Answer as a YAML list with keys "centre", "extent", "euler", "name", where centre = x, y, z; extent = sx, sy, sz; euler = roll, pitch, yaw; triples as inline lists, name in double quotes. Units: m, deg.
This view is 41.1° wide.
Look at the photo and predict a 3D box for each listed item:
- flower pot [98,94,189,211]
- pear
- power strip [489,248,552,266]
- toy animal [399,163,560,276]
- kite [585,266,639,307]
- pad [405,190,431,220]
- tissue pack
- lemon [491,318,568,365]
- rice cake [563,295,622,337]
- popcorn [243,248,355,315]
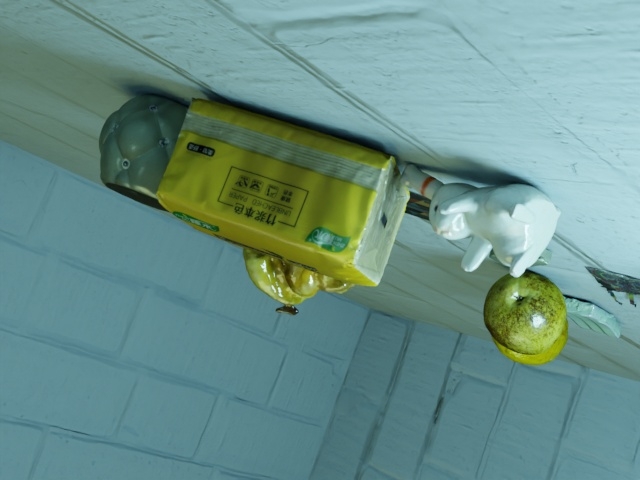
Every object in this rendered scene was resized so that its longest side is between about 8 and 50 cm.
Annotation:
- centre: [-0.318, -0.171, 1.689]
  extent: [0.246, 0.195, 0.246]
  euler: [21, 171, 3]
  name: "flower pot"
- centre: [0.481, 0.163, 1.998]
  extent: [0.197, 0.197, 0.197]
  euler: [20, 172, 3]
  name: "pear"
- centre: [0.421, 0.030, 1.799]
  extent: [0.080, 0.029, 0.227]
  euler: [23, 173, -4]
  name: "power strip"
- centre: [0.238, -0.036, 1.390]
  extent: [0.282, 0.138, 0.140]
  euler: [9, 131, 38]
  name: "toy animal"
- centre: [0.663, 0.115, 1.817]
  extent: [0.152, 0.015, 0.285]
  euler: [16, 171, 32]
  name: "kite"
- centre: [0.223, -0.063, 1.759]
  extent: [0.143, 0.003, 0.211]
  euler: [19, 172, 9]
  name: "pad"
- centre: [-0.057, -0.079, 1.545]
  extent: [0.382, 0.228, 0.293]
  euler: [20, 174, 15]
  name: "tissue pack"
- centre: [0.552, 0.233, 2.263]
  extent: [0.231, 0.192, 0.192]
  euler: [19, 173, -17]
  name: "lemon"
- centre: [0.688, 0.195, 2.191]
  extent: [0.127, 0.043, 0.237]
  euler: [15, 171, 38]
  name: "rice cake"
- centre: [0.000, 0.000, 1.933]
  extent: [0.297, 0.281, 0.316]
  euler: [13, -150, 17]
  name: "popcorn"
